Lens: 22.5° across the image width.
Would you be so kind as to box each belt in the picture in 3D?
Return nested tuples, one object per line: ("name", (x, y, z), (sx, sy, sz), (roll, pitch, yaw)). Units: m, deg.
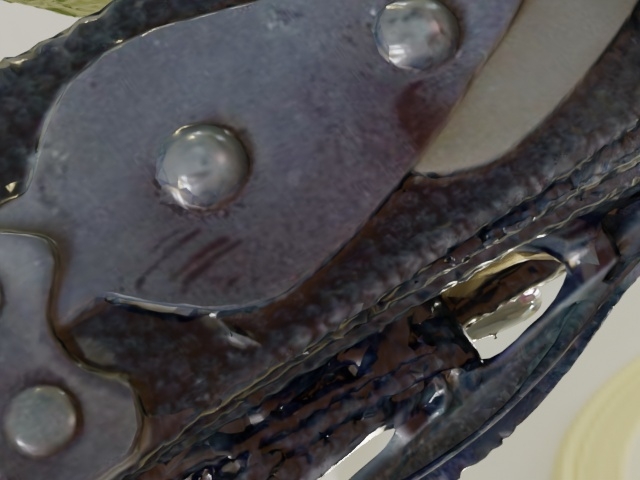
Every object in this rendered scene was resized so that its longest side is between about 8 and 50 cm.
("belt", (0.000, -0.001, 0.378), (0.218, 0.122, 0.128), (-34, -104, -16))

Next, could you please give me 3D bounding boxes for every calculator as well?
("calculator", (0.088, 0.074, 1.480), (0.299, 0.185, 0.041), (-13, -84, -52))

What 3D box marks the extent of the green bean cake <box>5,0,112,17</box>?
("green bean cake", (-0.096, -0.167, 0.646), (0.200, 0.214, 0.113), (10, -103, -58))
